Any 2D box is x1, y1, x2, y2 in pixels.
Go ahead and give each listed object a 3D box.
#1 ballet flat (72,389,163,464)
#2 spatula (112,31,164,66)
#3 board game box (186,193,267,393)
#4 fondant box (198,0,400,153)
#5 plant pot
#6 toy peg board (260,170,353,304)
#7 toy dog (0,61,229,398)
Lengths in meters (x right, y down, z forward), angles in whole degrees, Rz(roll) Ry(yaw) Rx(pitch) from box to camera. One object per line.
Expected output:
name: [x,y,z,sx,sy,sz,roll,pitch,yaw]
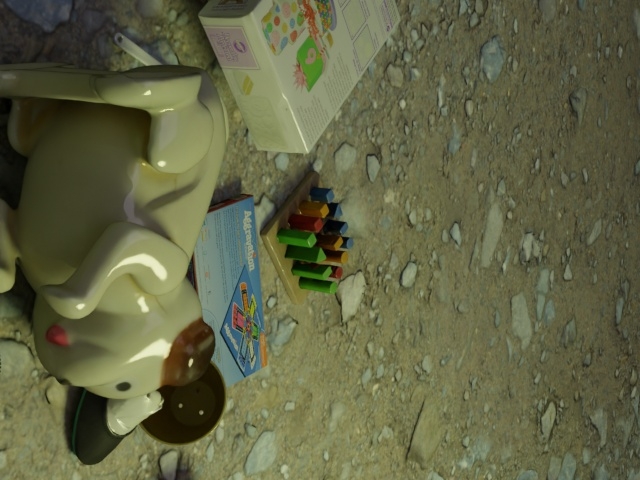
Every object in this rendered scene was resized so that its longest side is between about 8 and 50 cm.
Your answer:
ballet flat: [-0.252,0.172,1.545,0.095,0.096,0.281,30,73,-54]
spatula: [-0.229,-0.175,1.574,0.242,0.019,0.168,32,76,-51]
board game box: [-0.144,0.082,1.734,0.145,0.027,0.281,-23,115,-48]
fondant box: [-0.018,-0.320,1.640,0.330,0.096,0.238,-58,140,-36]
plant pot: [-0.190,0.227,1.633,0.095,0.134,0.134,62,43,-76]
toy peg board: [0.000,0.000,1.871,0.161,0.079,0.161,-53,136,-33]
toy dog: [-0.257,-0.008,1.398,0.395,0.284,0.408,-27,121,-69]
